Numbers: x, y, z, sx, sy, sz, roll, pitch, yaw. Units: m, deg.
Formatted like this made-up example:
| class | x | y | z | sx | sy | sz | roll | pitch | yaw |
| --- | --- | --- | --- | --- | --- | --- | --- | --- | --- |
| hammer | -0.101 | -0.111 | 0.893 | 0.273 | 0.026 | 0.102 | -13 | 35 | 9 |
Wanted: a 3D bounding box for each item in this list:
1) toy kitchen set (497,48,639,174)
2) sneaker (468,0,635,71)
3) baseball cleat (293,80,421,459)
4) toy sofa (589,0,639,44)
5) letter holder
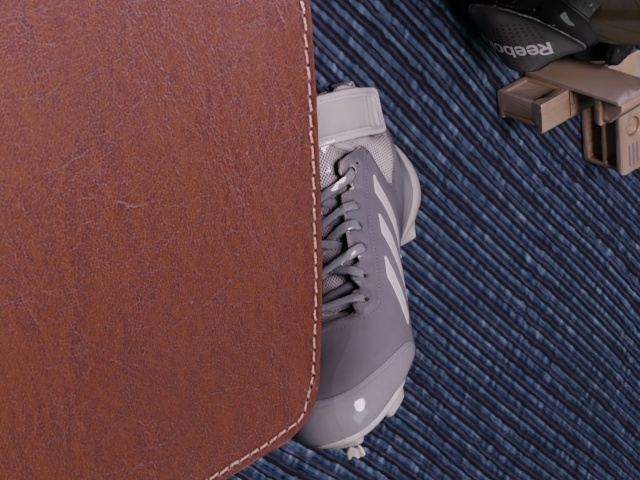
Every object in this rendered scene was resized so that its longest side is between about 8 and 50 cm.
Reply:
| class | x | y | z | sx | sy | sz | roll | pitch | yaw |
| --- | --- | --- | --- | --- | --- | --- | --- | --- | --- |
| toy kitchen set | 0.154 | -0.060 | 0.892 | 0.083 | 0.068 | 0.075 | -29 | 125 | -31 |
| sneaker | 0.103 | -0.140 | 0.803 | 0.234 | 0.078 | 0.106 | 9 | 99 | -47 |
| baseball cleat | 0.000 | 0.000 | 0.726 | 0.206 | 0.072 | 0.109 | -83 | 151 | -56 |
| toy sofa | 0.122 | -0.251 | 0.632 | 0.150 | 0.177 | 0.362 | -46 | 114 | -15 |
| letter holder | -0.124 | -0.046 | 0.581 | 0.214 | 0.152 | 0.302 | -26 | 124 | -36 |
